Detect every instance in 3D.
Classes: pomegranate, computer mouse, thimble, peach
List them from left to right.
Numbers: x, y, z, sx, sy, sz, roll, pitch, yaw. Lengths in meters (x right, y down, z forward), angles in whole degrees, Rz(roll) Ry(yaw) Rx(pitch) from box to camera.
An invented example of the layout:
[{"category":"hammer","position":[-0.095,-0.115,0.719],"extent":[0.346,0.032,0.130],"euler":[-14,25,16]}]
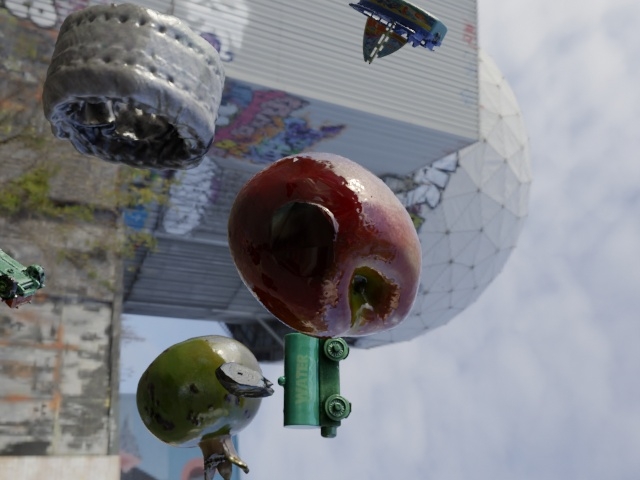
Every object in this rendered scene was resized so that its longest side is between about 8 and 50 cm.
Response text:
[{"category":"thimble","position":[-0.264,-0.211,1.012],"extent":[0.217,0.246,0.157],"euler":[137,-37,-59]},{"category":"pomegranate","position":[-0.278,0.379,1.606],"extent":[0.291,0.291,0.323],"euler":[-46,-145,49]},{"category":"computer mouse","position":[-0.159,0.296,1.456],"extent":[0.047,0.135,0.079],"euler":[-63,-157,17]},{"category":"peach","position":[0.002,0.007,1.354],"extent":[0.335,0.310,0.406],"euler":[-45,-112,10]}]

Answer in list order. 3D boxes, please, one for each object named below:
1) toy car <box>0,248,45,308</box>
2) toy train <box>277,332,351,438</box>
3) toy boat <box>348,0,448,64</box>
[{"category":"toy car","position":[-0.465,0.038,0.996],"extent":[0.054,0.143,0.073],"euler":[-62,170,20]},{"category":"toy train","position":[-0.017,0.316,1.576],"extent":[0.101,0.159,0.248],"euler":[116,-25,-64]},{"category":"toy boat","position":[0.101,-0.326,1.098],"extent":[0.175,0.091,0.110],"euler":[38,-76,28]}]
